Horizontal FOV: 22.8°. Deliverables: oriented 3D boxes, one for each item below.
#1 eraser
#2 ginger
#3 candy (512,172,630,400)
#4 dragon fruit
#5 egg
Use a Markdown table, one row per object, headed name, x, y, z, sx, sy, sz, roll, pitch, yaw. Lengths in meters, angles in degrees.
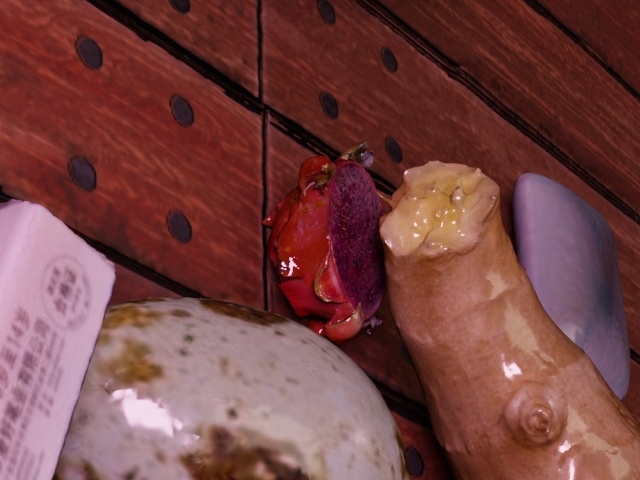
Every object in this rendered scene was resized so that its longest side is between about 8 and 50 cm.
| name | x | y | z | sx | sy | sz | roll | pitch | yaw |
| --- | --- | --- | --- | --- | --- | --- | --- | --- | --- |
| eraser | -0.170 | 0.092 | 0.663 | 0.068 | 0.124 | 0.210 | 47 | 38 | -34 |
| ginger | 0.156 | 0.120 | 1.067 | 0.236 | 0.166 | 0.375 | -12 | 84 | -79 |
| candy | 0.210 | 0.040 | 1.324 | 0.138 | 0.071 | 0.174 | 31 | 48 | -46 |
| dragon fruit | -0.001 | 0.004 | 1.032 | 0.112 | 0.068 | 0.126 | -15 | 96 | -65 |
| egg | -0.054 | 0.112 | 0.790 | 0.231 | 0.169 | 0.169 | 38 | 44 | -36 |
